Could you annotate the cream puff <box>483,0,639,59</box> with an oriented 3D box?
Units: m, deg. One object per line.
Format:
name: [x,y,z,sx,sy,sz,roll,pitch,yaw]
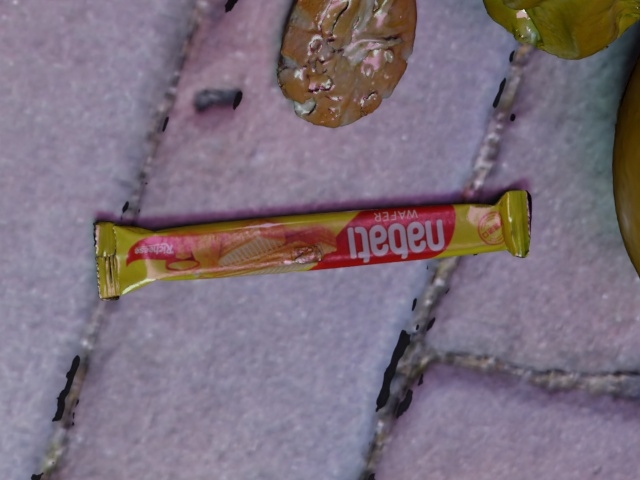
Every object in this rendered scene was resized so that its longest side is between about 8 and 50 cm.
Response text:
cream puff: [0.153,-0.215,1.025,0.195,0.195,0.221,-3,106,-20]

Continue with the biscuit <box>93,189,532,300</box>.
biscuit: [0.000,0.000,1.122,0.292,0.026,0.048,-5,90,-20]

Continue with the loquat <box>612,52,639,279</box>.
loquat: [0.306,-0.052,1.110,0.263,0.263,0.263,-7,110,-19]

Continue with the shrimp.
shrimp: [0.022,-0.155,1.071,0.091,0.043,0.184,-4,116,-28]
